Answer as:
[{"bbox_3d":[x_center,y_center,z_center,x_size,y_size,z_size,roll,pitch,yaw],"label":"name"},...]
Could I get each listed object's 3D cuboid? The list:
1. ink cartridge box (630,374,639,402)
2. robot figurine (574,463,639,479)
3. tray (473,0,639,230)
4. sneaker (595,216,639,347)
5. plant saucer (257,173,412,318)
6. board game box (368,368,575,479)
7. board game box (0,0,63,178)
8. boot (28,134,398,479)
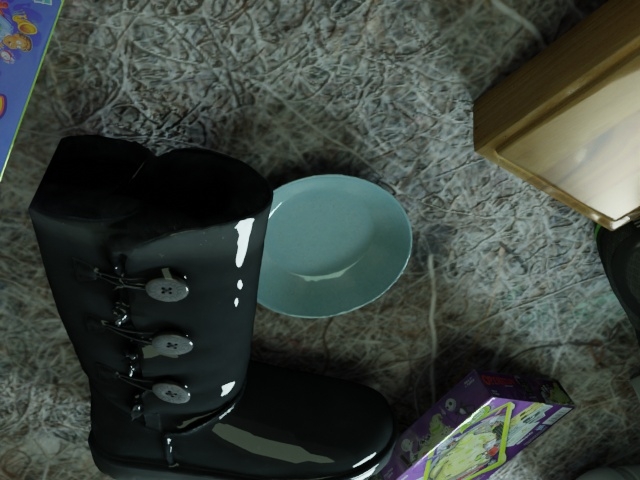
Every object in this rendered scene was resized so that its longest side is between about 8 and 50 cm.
[{"bbox_3d":[0.491,0.194,1.336,0.150,0.063,0.109,-31,127,13],"label":"ink cartridge box"},{"bbox_3d":[0.469,0.404,1.408,0.353,0.200,0.300,-2,147,-9],"label":"robot figurine"},{"bbox_3d":[0.354,-0.161,0.942,0.203,0.076,0.411,26,141,-26],"label":"tray"},{"bbox_3d":[0.456,0.168,1.147,0.185,0.202,0.483,-26,98,28],"label":"sneaker"},{"bbox_3d":[0.000,0.000,1.116,0.195,0.037,0.195,-5,128,-7],"label":"plant saucer"},{"bbox_3d":[0.141,0.292,1.315,0.347,0.056,0.208,-46,149,23],"label":"board game box"},{"bbox_3d":[-0.289,-0.120,0.848,0.078,0.233,0.347,17,123,-21],"label":"board game box"},{"bbox_3d":[-0.081,0.090,1.070,0.367,0.146,0.445,-2,134,-6],"label":"boot"}]
